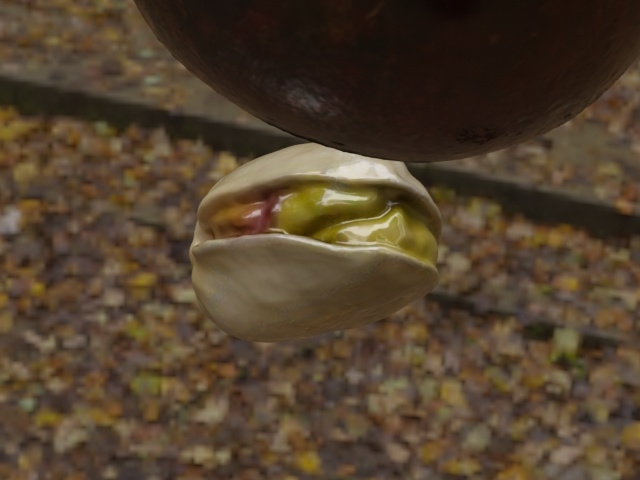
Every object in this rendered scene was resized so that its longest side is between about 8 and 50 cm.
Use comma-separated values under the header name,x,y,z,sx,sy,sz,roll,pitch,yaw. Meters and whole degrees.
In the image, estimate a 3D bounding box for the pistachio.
name,x,y,z,sx,sy,sz,roll,pitch,yaw
pistachio,0.000,0.000,1.056,0.145,0.117,0.200,22,-28,-36

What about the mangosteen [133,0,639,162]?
name,x,y,z,sx,sy,sz,roll,pitch,yaw
mangosteen,0.037,-0.157,0.627,0.235,0.261,0.235,4,69,-11
